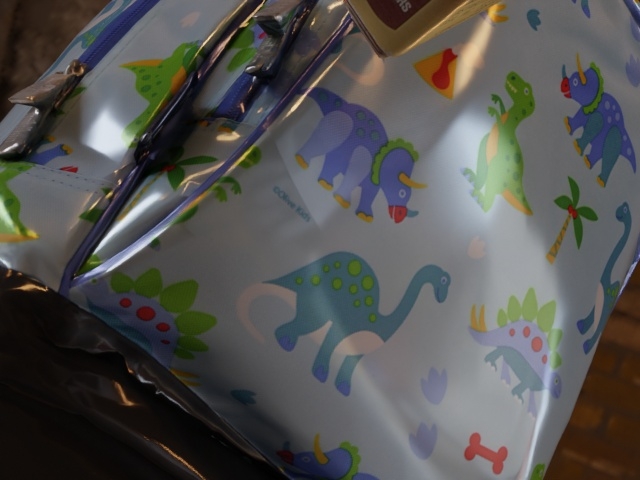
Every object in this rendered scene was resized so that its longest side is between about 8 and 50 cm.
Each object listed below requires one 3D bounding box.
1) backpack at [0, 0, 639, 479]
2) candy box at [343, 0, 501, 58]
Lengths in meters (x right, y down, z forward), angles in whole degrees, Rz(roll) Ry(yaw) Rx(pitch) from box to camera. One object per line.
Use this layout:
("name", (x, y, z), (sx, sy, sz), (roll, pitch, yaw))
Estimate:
("backpack", (0.000, 0.000, 0.714), (0.273, 0.355, 0.290), (-21, -60, 37))
("candy box", (0.083, -0.206, 0.397), (0.316, 0.087, 0.183), (-36, -92, 43))
